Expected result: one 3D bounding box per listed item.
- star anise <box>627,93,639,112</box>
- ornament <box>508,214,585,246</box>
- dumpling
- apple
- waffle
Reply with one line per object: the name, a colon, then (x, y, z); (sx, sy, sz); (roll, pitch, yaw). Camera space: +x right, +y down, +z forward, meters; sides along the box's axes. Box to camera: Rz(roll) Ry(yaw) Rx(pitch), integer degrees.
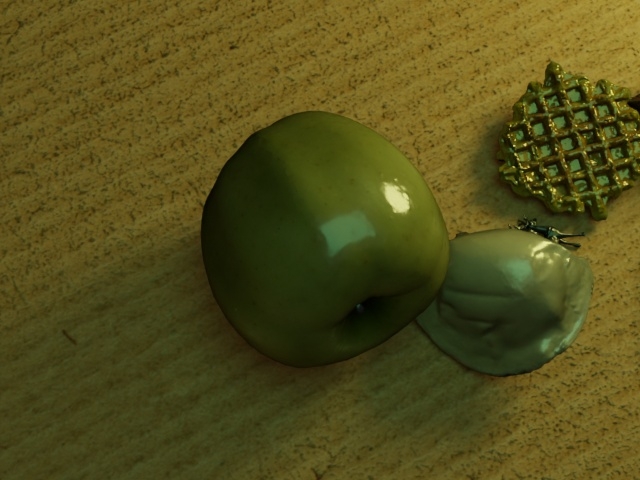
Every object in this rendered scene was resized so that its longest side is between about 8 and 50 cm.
star anise: (0.626, -0.246, 1.768); (0.212, 0.111, 0.196); (3, 49, 28)
ornament: (0.358, 0.003, 1.716); (0.125, 0.028, 0.073); (18, 72, 0)
dumpling: (0.268, 0.093, 1.635); (0.175, 0.243, 0.227); (4, 90, -43)
apple: (0.000, 0.000, 1.539); (0.357, 0.357, 0.357); (1, 73, -3)
waffle: (0.414, -0.158, 1.735); (0.238, 0.059, 0.243); (31, 88, 6)
